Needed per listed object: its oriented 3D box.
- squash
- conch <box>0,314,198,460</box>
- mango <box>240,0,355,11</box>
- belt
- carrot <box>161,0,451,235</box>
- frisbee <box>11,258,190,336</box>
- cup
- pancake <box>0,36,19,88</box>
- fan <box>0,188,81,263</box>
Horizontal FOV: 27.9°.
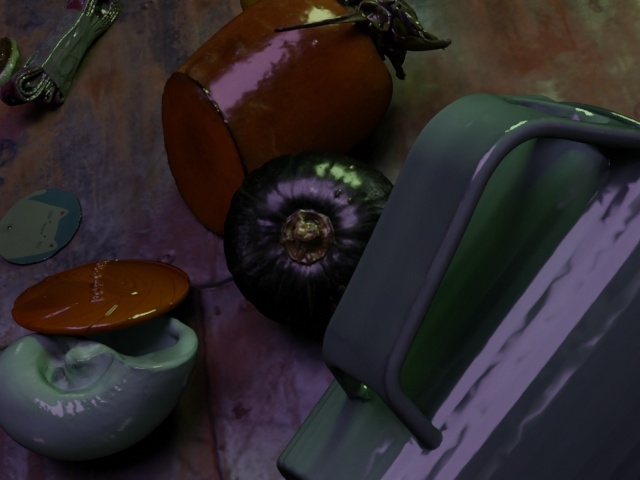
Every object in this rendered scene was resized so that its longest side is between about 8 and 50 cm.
[{"bbox_3d":[0.000,-0.001,1.300,0.193,0.156,0.193,4,97,30],"label":"squash"},{"bbox_3d":[-0.223,0.142,1.302,0.221,0.121,0.185,-3,47,20],"label":"conch"},{"bbox_3d":[-0.030,-0.300,1.604,0.161,0.076,0.103,5,60,28],"label":"mango"},{"bbox_3d":[-0.337,-0.257,1.697,0.053,0.071,0.232,7,53,33],"label":"belt"},{"bbox_3d":[-0.030,-0.177,1.423,0.331,0.214,0.193,-36,50,-13],"label":"carrot"},{"bbox_3d":[-0.235,0.050,1.372,0.192,0.035,0.192,-5,18,2],"label":"frisbee"},{"bbox_3d":[0.155,0.086,1.042,0.392,0.401,0.310,-49,14,-13],"label":"cup"},{"bbox_3d":[-0.467,-0.229,1.752,0.129,0.023,0.116,-22,49,9],"label":"pancake"},{"bbox_3d":[-0.370,-0.016,1.557,0.175,0.005,0.113,-5,52,18],"label":"fan"}]
